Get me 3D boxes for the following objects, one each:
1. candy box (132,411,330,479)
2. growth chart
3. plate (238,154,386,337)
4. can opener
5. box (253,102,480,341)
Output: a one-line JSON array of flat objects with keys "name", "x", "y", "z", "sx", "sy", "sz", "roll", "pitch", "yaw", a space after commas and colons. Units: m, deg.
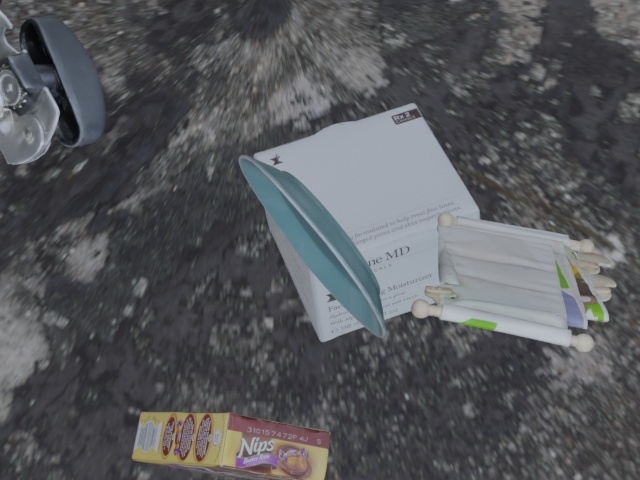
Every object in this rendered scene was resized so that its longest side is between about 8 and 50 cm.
[{"name": "candy box", "x": -0.086, "y": 0.192, "z": 1.337, "sx": 0.109, "sy": 0.186, "sz": 0.053, "roll": 16, "pitch": 75, "yaw": -29}, {"name": "growth chart", "x": 0.171, "y": 0.030, "z": 1.237, "sx": 0.172, "sy": 0.237, "sz": 0.021, "roll": 14, "pitch": 113, "yaw": 3}, {"name": "plate", "x": 0.000, "y": 0.000, "z": 1.162, "sx": 0.024, "sy": 0.188, "sz": 0.188, "roll": -38, "pitch": 99, "yaw": -8}, {"name": "can opener", "x": -0.260, "y": -0.185, "z": 1.103, "sx": 0.076, "sy": 0.095, "sz": 0.283, "roll": -41, "pitch": 73, "yaw": 39}, {"name": "box", "x": 0.049, "y": -0.021, "z": 1.452, "sx": 0.181, "sy": 0.182, "sz": 0.119, "roll": -19, "pitch": 137, "yaw": -8}]
